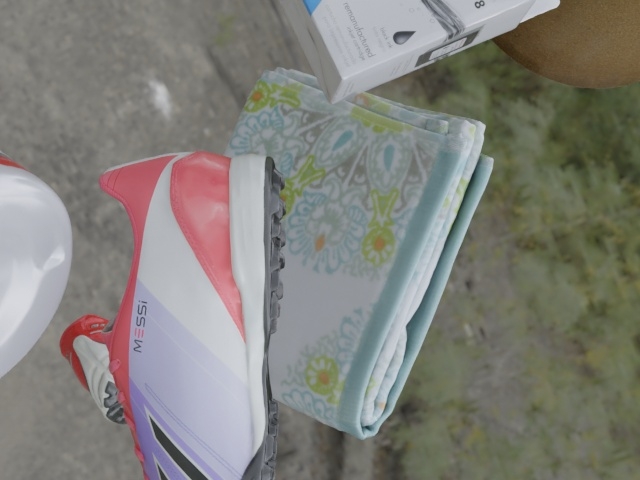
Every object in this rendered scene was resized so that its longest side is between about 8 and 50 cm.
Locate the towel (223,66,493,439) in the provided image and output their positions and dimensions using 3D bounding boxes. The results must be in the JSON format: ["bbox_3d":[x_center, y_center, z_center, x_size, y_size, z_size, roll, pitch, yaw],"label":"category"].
[{"bbox_3d":[0.000,0.000,1.523,0.090,0.321,0.374,25,88,-54],"label":"towel"}]

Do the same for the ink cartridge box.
[{"bbox_3d":[0.068,-0.175,0.868,0.104,0.180,0.060,64,-11,7],"label":"ink cartridge box"}]

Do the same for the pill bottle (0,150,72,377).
[{"bbox_3d":[-0.303,-0.032,0.815,0.283,0.161,0.161,33,0,27],"label":"pill bottle"}]

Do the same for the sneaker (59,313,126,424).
[{"bbox_3d":[-0.171,0.129,1.378,0.118,0.107,0.279,40,2,26],"label":"sneaker"}]

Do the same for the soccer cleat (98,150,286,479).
[{"bbox_3d":[-0.086,0.099,0.859,0.108,0.117,0.318,-80,173,-79],"label":"soccer cleat"}]

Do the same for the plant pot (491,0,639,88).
[{"bbox_3d":[0.250,-0.259,1.001,0.254,0.237,0.237,148,-80,-78],"label":"plant pot"}]
